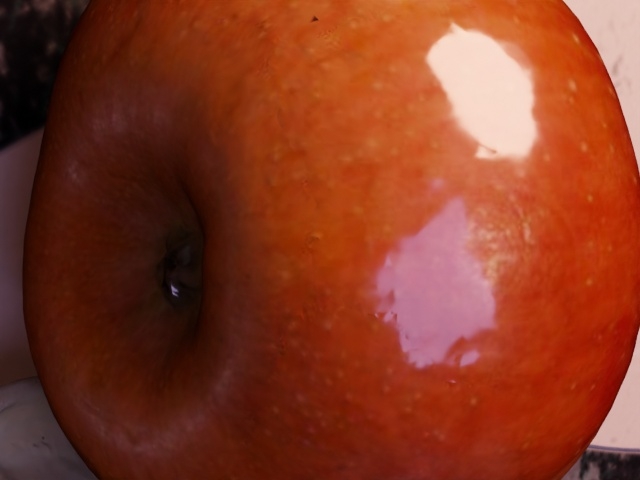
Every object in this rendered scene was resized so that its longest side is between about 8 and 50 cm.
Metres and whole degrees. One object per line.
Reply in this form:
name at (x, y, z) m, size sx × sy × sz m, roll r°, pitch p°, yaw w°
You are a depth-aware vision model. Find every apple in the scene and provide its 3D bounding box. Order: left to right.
apple at (0.000, 0.000, 0.510) m, size 0.206 × 0.251 × 0.271 m, roll 1°, pitch 117°, yaw -37°

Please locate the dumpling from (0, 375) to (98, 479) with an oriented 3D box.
dumpling at (-0.124, 0.145, 0.552) m, size 0.252 × 0.131 × 0.179 m, roll -10°, pitch 100°, yaw -36°
